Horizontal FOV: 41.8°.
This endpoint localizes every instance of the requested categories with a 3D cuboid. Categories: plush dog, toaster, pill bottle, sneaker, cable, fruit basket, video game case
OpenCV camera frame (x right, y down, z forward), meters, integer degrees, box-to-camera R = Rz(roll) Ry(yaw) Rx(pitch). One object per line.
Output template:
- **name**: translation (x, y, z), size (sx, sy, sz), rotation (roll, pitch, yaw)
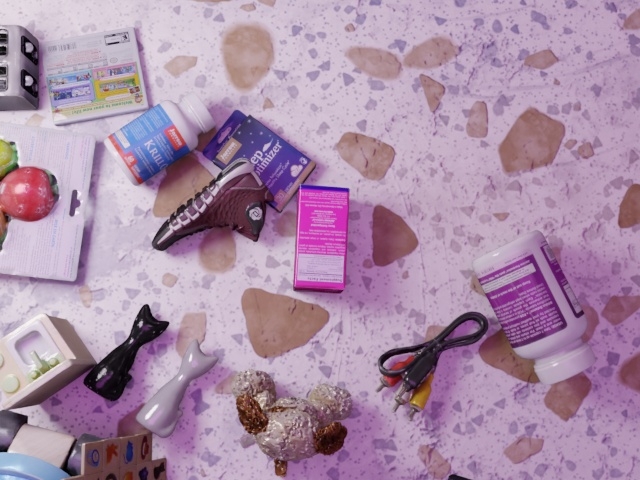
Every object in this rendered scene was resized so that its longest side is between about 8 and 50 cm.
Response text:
- **plush dog**: translation (-0.068, 0.380, 1.687), size (0.262, 0.225, 0.211), rotation (12, 81, -1)
- **toaster**: translation (-0.711, -0.374, 1.822), size (0.185, 0.110, 0.168), rotation (-2, 81, -3)
- **pill bottle**: translation (-0.343, -0.226, 1.811), size (0.221, 0.124, 0.124), rotation (-35, 85, -6)
- **sneaker**: translation (-0.217, -0.033, 1.803), size (0.281, 0.106, 0.162), rotation (-39, 106, 8)
- **pill bottle**: translation (0.458, 0.144, 1.777), size (0.169, 0.169, 0.302), rotation (-25, 83, -6)
- **cable**: translation (0.234, 0.248, 1.823), size (0.139, 0.072, 0.287), rotation (40, 69, 20)
- **fruit basket**: translation (-0.678, -0.092, 1.784), size (0.353, 0.165, 0.327), rotation (7, 82, -18)
- **video game case**: translation (-0.505, -0.367, 1.875), size (0.212, 0.023, 0.193), rotation (-11, 82, -5)

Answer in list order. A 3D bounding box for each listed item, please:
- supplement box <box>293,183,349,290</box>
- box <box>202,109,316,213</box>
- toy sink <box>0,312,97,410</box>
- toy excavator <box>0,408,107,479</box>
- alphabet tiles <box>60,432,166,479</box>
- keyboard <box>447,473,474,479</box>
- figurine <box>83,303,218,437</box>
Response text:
- **supplement box**: translation (0.000, 0.000, 1.803), size (0.114, 0.111, 0.220), rotation (4, 82, -3)
- **box**: translation (-0.139, -0.181, 1.861), size (0.225, 0.036, 0.136), rotation (36, 82, 4)
- **toy sink**: translation (-0.568, 0.239, 1.679), size (0.152, 0.234, 0.131), rotation (-35, 85, -6)
- **toy excavator**: translation (-0.595, 0.614, 1.580), size (0.222, 0.433, 0.445), rotation (18, 41, 0)
- **alphabet tiles**: translation (-0.390, 0.522, 1.605), size (0.011, 0.342, 0.285), rotation (-4, 81, 21)
- **keyboard**: translation (0.353, 0.570, 1.777), size (0.192, 0.038, 0.100), rotation (17, 82, 0)
- **figurine**: translation (-0.348, 0.272, 1.763), size (0.215, 0.092, 0.209), rotation (34, 78, 1)
